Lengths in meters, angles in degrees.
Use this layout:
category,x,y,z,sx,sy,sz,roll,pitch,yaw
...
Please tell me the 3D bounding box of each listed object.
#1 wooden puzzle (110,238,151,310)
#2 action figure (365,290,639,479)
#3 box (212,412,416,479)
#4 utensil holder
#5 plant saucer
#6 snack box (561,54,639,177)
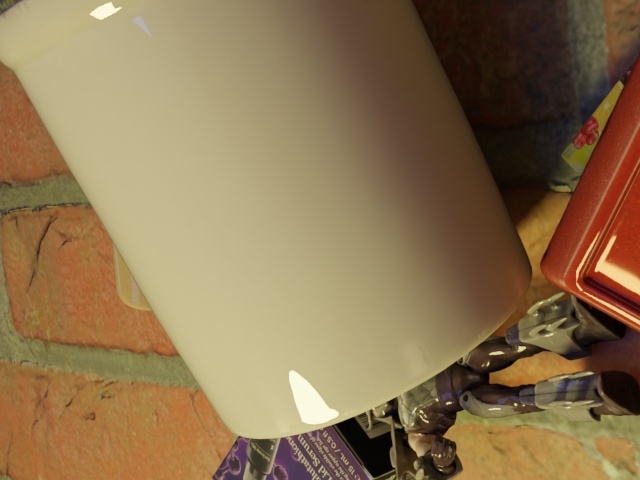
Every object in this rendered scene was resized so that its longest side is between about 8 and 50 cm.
category,x,y,z,sx,sy,sz,roll,pitch,yaw
wooden puzzle,-0.120,-0.075,1.298,0.348,0.080,0.322,1,98,51
action figure,0.138,0.124,1.063,0.285,0.099,0.185,-21,65,38
box,0.001,0.234,1.229,0.153,0.108,0.207,50,129,26
utensil holder,-0.036,-0.079,0.985,0.327,0.327,0.385,-15,108,46
plant saucer,0.304,-0.004,0.835,0.258,0.048,0.259,30,128,17
snack box,0.269,-0.085,0.936,0.100,0.037,0.141,51,130,24
